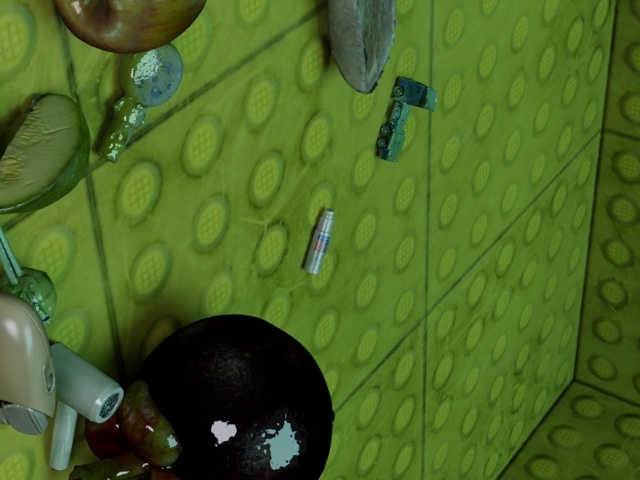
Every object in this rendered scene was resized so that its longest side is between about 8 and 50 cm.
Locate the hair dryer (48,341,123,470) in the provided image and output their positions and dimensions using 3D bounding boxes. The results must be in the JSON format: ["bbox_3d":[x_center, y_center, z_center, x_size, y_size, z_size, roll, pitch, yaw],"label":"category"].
[{"bbox_3d":[-0.387,0.281,2.003,0.073,0.131,0.236,-35,151,-50],"label":"hair dryer"}]

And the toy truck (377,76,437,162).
[{"bbox_3d":[0.176,-0.241,2.653,0.067,0.081,0.175,9,101,-59],"label":"toy truck"}]

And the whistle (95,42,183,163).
[{"bbox_3d":[-0.275,-0.209,1.924,0.104,0.057,0.198,27,91,-51],"label":"whistle"}]

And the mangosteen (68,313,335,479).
[{"bbox_3d":[-0.193,0.306,2.130,0.435,0.382,0.382,1,111,-28],"label":"mangosteen"}]

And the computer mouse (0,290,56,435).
[{"bbox_3d":[-0.439,0.172,1.789,0.082,0.145,0.237,-62,160,-50],"label":"computer mouse"}]

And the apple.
[{"bbox_3d":[-0.247,-0.352,1.701,0.188,0.211,0.211,-55,150,-37],"label":"apple"}]

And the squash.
[{"bbox_3d":[-0.364,-0.109,1.674,0.252,0.093,0.170,-61,164,-87],"label":"squash"}]

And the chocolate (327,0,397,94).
[{"bbox_3d":[0.068,-0.425,2.321,0.303,0.100,0.185,85,27,-44],"label":"chocolate"}]

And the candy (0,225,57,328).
[{"bbox_3d":[-0.438,-0.008,1.763,0.093,0.092,0.336,-19,126,-9],"label":"candy"}]

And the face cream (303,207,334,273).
[{"bbox_3d":[0.000,0.000,2.559,0.034,0.034,0.130,4,105,-61],"label":"face cream"}]
